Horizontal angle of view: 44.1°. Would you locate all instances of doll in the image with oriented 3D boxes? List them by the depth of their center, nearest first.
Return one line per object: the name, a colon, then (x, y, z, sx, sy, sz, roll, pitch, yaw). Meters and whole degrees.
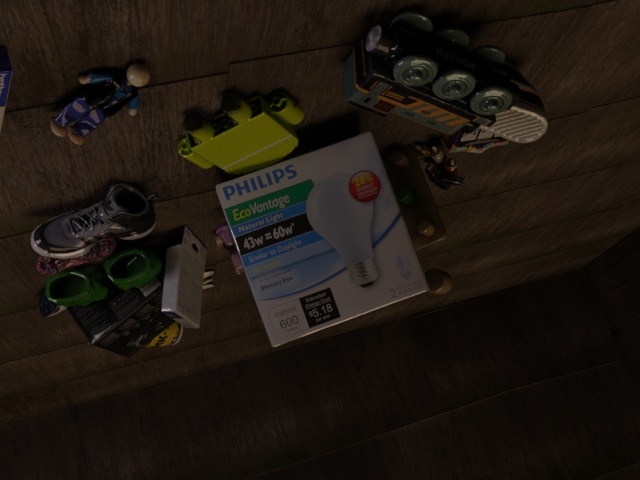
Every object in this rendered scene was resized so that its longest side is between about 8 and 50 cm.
doll: (-0.352, -0.230, 1.301, 0.189, 0.046, 0.129, -33, 148, 22)

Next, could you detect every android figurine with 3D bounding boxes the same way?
android figurine: (-0.149, -0.206, 1.555, 0.248, 0.056, 0.273, -24, 161, 18)

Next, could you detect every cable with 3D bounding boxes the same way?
cable: (0.322, -0.177, 2.019, 0.072, 0.139, 0.287, -62, 161, 3)

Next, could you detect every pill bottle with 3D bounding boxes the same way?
pill bottle: (-0.547, 0.277, 2.490, 0.119, 0.119, 0.208, -31, 158, 34)

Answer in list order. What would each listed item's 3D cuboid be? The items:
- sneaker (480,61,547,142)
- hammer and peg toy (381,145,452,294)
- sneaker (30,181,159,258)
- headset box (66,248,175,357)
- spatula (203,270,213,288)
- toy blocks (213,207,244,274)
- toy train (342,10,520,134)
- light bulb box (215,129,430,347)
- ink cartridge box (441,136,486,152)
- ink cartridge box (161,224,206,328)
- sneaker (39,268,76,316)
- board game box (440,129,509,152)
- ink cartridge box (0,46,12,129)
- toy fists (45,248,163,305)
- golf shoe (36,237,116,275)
sneaker: (0.320, -0.310, 1.628, 0.321, 0.127, 0.126, 20, 138, -24)
hammer and peg toy: (0.162, -0.020, 1.913, 0.266, 0.361, 0.127, -24, 162, 19)
sneaker: (-0.466, -0.049, 1.649, 0.269, 0.101, 0.153, -16, 162, -27)
headset box: (-0.492, 0.176, 2.115, 0.246, 0.131, 0.283, -39, 162, -3)
spatula: (-0.439, 0.144, 2.378, 0.242, 0.019, 0.168, -13, 167, -12)
toy blocks: (-0.102, 0.040, 1.997, 0.309, 0.260, 0.288, -20, 163, 4)
toy train: (0.201, -0.291, 1.447, 0.334, 0.142, 0.190, 14, 149, -30)
light bulb box: (0.000, 0.000, 1.722, 0.358, 0.361, 0.225, -20, 177, -4)
ink cartridge box: (0.405, -0.273, 1.919, 0.145, 0.045, 0.179, -2, 159, -41)
ink cartridge box: (-0.347, 0.096, 2.027, 0.045, 0.224, 0.223, 1, 163, 7)
sneaker: (-0.654, 0.143, 2.055, 0.211, 0.080, 0.081, -29, 158, 31)
board game box: (0.376, -0.275, 1.819, 0.170, 0.048, 0.141, -10, 142, -24)
ink cartridge box: (-0.528, -0.211, 1.187, 0.097, 0.046, 0.207, -9, 160, -32)
toy fists: (-0.521, 0.089, 1.914, 0.279, 0.096, 0.142, -20, 167, -3)
golf shoe: (-0.564, 0.023, 1.838, 0.186, 0.067, 0.086, -18, -171, -3)
